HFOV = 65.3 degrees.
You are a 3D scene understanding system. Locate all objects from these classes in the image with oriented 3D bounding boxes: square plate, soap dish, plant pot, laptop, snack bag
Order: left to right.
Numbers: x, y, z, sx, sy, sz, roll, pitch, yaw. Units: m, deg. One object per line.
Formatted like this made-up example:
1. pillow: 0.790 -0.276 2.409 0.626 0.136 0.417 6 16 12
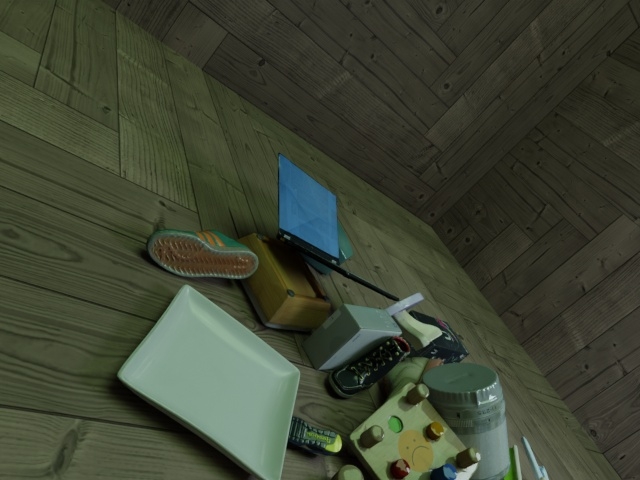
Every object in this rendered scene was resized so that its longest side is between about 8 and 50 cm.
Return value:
1. square plate: -0.202 0.279 1.011 0.347 0.049 0.344 40 19 -10
2. soap dish: -0.112 0.115 1.424 0.229 0.118 0.291 20 30 -50
3. plant pot: 0.000 0.000 1.843 0.234 0.165 0.165 53 20 5
4. laptop: 0.059 -0.034 1.535 0.407 0.236 0.382 27 -1 34
5. snack bag: 0.727 0.827 1.550 0.343 0.037 0.323 62 14 -16

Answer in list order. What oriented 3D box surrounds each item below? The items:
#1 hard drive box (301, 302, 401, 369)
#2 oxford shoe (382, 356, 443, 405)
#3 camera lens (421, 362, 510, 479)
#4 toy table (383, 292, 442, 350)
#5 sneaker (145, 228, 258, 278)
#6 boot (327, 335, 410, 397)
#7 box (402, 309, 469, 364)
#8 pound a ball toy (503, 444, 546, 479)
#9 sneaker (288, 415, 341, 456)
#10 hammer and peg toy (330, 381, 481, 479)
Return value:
1. hard drive box: 0.093 0.275 1.404 0.232 0.181 0.089 18 31 -52
2. oxford shoe: 0.237 0.453 1.458 0.146 0.141 0.397 7 12 30
3. camera lens: 0.384 0.494 1.336 0.219 0.219 0.275 -26 110 -70
4. toy table: 0.252 0.299 1.629 0.161 0.274 0.252 60 -10 15
5. sneaker: -0.309 0.026 1.270 0.302 0.108 0.121 17 12 -42
6. boot: 0.135 0.336 1.359 0.085 0.178 0.236 53 20 25
7. box: 0.398 0.382 1.843 0.270 0.143 0.165 22 28 -45
8. pound a ball toy: 0.522 0.702 1.382 0.208 0.136 0.319 10 13 15
9. sneaker: -0.030 0.421 1.061 0.144 0.059 0.053 25 47 -2
10. hammer and peg toy: 0.184 0.516 1.125 0.361 0.127 0.266 -26 69 -41
